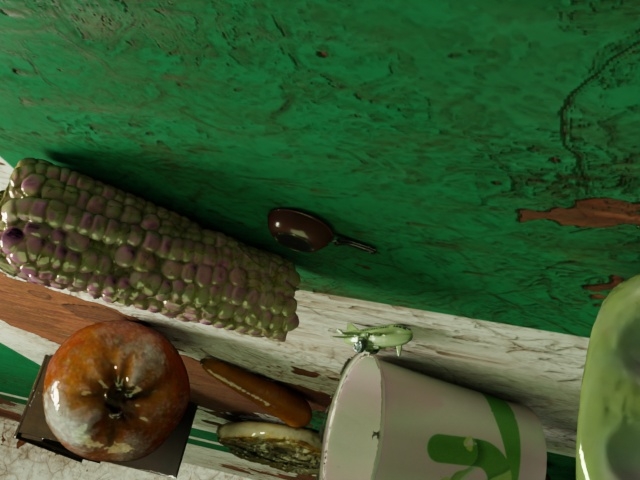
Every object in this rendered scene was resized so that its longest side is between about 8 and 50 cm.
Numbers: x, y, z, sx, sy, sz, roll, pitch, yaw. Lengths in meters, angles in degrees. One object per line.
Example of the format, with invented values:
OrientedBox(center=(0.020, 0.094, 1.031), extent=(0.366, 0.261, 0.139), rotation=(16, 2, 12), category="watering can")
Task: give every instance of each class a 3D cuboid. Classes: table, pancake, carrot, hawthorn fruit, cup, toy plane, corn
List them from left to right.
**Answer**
OrientedBox(center=(-0.468, 0.399, 1.938), extent=(0.282, 0.196, 0.250), rotation=(5, 155, 24), category="table")
OrientedBox(center=(-0.326, 0.231, 1.425), extent=(0.235, 0.263, 0.231), rotation=(4, 121, 5), category="hawthorn fruit")
OrientedBox(center=(-0.175, 0.020, 0.906), extent=(0.335, 0.126, 0.127), rotation=(19, 158, -15), category="corn")
OrientedBox(center=(-0.104, 0.277, 1.581), extent=(0.062, 0.066, 0.271), rotation=(-43, 128, 14), category="carrot")
OrientedBox(center=(-0.075, 0.509, 2.105), extent=(0.383, 0.071, 0.382), rotation=(12, 159, 5), category="pancake")
OrientedBox(center=(0.069, 0.124, 1.097), extent=(0.111, 0.040, 0.102), rotation=(0, 173, 39), category="toy plane")
OrientedBox(center=(0.155, 0.305, 1.234), extent=(0.274, 0.253, 0.253), rotation=(14, 160, -14), category="cup")

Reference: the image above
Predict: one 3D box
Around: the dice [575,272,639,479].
OrientedBox(center=(0.366, 0.175, 0.726), extent=(0.252, 0.254, 0.250), rotation=(0, 157, 32), category="dice")

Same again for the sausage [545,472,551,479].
OrientedBox(center=(0.360, 0.486, 1.707), extent=(0.109, 0.108, 0.270), rotation=(20, 159, -10), category="sausage")

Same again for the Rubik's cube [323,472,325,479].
OrientedBox(center=(0.145, 0.630, 1.732), extent=(0.337, 0.344, 0.344), rotation=(48, 156, -9), category="Rubik's cube")

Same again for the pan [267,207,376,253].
OrientedBox(center=(0.000, 0.001, 0.859), extent=(0.115, 0.023, 0.068), rotation=(19, 158, -7), category="pan")
